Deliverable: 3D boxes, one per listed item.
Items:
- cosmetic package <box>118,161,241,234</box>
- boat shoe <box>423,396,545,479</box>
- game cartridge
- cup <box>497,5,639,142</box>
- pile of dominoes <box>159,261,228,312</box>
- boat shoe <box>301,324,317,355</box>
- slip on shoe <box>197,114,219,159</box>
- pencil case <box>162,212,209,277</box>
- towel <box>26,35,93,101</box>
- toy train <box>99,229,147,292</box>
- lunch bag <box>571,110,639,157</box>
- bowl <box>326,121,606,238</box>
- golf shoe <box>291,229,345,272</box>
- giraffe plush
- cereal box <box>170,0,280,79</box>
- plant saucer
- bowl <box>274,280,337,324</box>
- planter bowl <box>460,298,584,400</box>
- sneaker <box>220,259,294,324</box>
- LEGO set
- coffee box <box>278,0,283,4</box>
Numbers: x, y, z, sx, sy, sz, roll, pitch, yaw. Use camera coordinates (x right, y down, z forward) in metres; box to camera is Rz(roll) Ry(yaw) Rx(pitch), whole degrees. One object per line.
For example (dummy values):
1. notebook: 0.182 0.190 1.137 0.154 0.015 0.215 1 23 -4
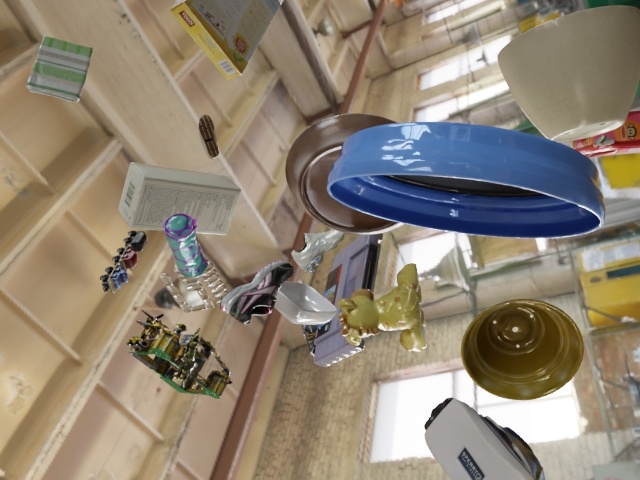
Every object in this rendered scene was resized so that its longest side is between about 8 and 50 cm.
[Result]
1. cosmetic package: -0.404 -0.116 1.748 0.309 0.160 0.113 5 -154 -41
2. boat shoe: 0.282 0.365 0.848 0.158 0.127 0.340 27 -161 -24
3. game cartridge: 0.072 0.161 1.690 0.068 0.230 0.355 26 -123 -21
4. cup: 0.614 -0.373 1.445 0.331 0.331 0.237 2 -102 -65
5. pile of dominoes: -0.431 0.156 2.117 0.251 0.195 0.040 72 -170 -48
6. boat shoe: -0.019 0.277 1.796 0.183 0.065 0.083 72 -177 -56
7. slip on shoe: -0.339 -0.312 1.827 0.041 0.051 0.135 158 94 -71
8. pencil case: -0.277 0.012 1.254 0.152 0.070 0.065 85 177 -54
9. towel: -0.588 -0.388 1.369 0.113 0.023 0.152 13 -117 -16
10. toy train: -0.299 0.030 0.929 0.158 0.036 0.027 -85 -7 -59
11. lunch bag: 0.824 -0.299 1.689 0.293 0.258 0.120 -32 -61 -82
12. bowl: 0.205 -0.079 0.883 0.391 0.391 0.077 21 -104 -61
13. golf shoe: 0.000 0.000 1.572 0.086 0.176 0.069 44 170 -4
14. giraffe plush: 0.126 0.154 1.261 0.210 0.170 0.182 -45 -53 -75
15. cereal box: -0.180 -0.463 1.195 0.173 0.047 0.240 48 -133 -35
16. plant saucer: 0.078 -0.115 1.230 0.311 0.310 0.050 55 -151 -36
17. bowl: -0.047 0.148 1.389 0.142 0.142 0.053 10 -72 -46
18. planter bowl: 0.375 0.188 1.145 0.090 0.217 0.217 -67 -44 -66
19. sneaker: -0.115 0.112 1.226 0.178 0.072 0.077 -36 -110 -30
20. LEGO set: -0.409 0.327 1.852 0.331 0.255 0.192 43 -127 -25
21. coffee box: -0.163 -0.687 1.414 0.246 0.098 0.141 30 -139 -21
